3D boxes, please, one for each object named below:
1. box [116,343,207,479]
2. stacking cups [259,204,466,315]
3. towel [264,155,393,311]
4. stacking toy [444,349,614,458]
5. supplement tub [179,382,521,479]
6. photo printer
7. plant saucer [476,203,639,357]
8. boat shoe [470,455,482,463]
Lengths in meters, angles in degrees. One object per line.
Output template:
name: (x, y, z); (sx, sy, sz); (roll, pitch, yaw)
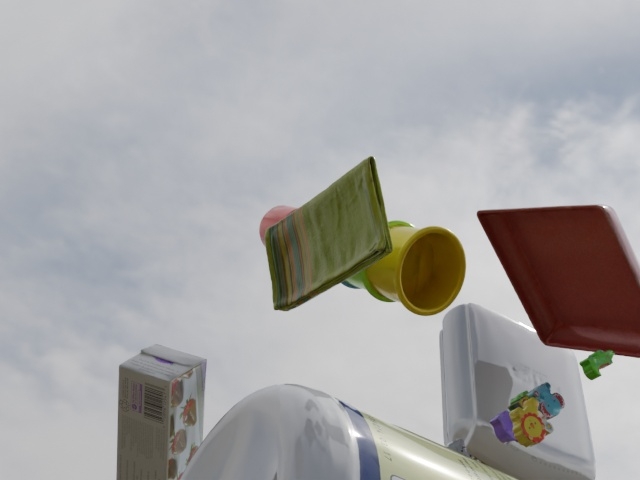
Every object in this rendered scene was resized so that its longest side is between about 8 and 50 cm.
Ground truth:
box: (-0.164, 0.265, 0.963); (0.067, 0.063, 0.324); (13, -69, 25)
stacking cups: (0.024, 0.007, 1.096); (0.096, 0.096, 0.316); (42, -16, -34)
towel: (0.000, 0.000, 1.014); (0.021, 0.102, 0.237); (-4, -16, -30)
stacking toy: (0.273, 0.226, 1.234); (0.052, 0.221, 0.167); (57, -41, 10)
supplement tub: (0.064, 0.255, 0.623); (0.325, 0.235, 0.235); (27, -39, -19)
photo printer: (0.314, 0.271, 1.541); (0.256, 0.307, 0.107); (26, -51, -17)
plant saucer: (0.377, 0.050, 1.394); (0.258, 0.048, 0.259); (0, -57, 59)
boat shoe: (0.169, 0.333, 1.176); (0.045, 0.050, 0.135); (33, -74, 14)
